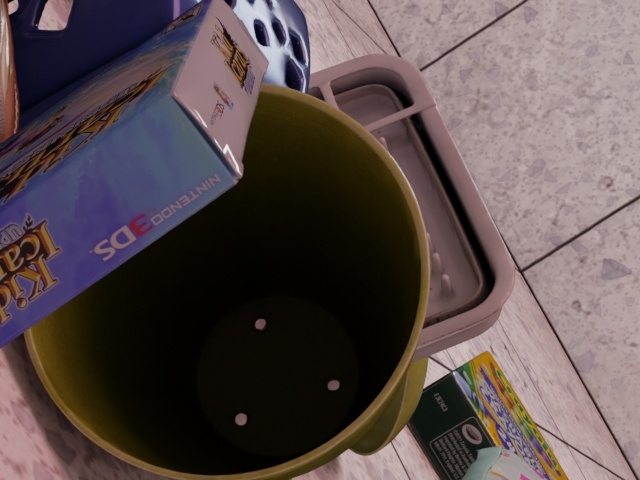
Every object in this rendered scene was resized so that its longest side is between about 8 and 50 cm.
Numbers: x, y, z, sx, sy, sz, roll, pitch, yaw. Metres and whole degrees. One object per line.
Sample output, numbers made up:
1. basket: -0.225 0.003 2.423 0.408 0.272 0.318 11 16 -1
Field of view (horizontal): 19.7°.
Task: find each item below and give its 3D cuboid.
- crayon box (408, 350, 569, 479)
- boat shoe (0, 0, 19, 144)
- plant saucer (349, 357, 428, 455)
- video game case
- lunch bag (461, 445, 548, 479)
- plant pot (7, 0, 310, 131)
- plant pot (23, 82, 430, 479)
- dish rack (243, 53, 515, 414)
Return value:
1. crayon box: 0.207 0.246 2.223 0.203 0.083 0.323 58 12 5
2. boat shoe: -0.268 -0.165 1.328 0.116 0.123 0.324 45 19 -52
3. plant saucer: 0.050 0.082 1.750 0.241 0.037 0.241 178 -90 -68
4. video game case: -0.158 -0.017 1.014 0.061 0.269 0.244 53 12 -15
5. lunch bag: 0.203 0.335 1.807 0.262 0.160 0.223 63 13 3
6. plant pot: -0.144 -0.117 1.446 0.236 0.236 0.212 44 25 -48
7. plant pot: -0.048 0.064 1.351 0.275 0.274 0.293 61 -2 18
8. dish rack: 0.000 0.000 1.631 0.072 0.285 0.333 73 -4 -50
